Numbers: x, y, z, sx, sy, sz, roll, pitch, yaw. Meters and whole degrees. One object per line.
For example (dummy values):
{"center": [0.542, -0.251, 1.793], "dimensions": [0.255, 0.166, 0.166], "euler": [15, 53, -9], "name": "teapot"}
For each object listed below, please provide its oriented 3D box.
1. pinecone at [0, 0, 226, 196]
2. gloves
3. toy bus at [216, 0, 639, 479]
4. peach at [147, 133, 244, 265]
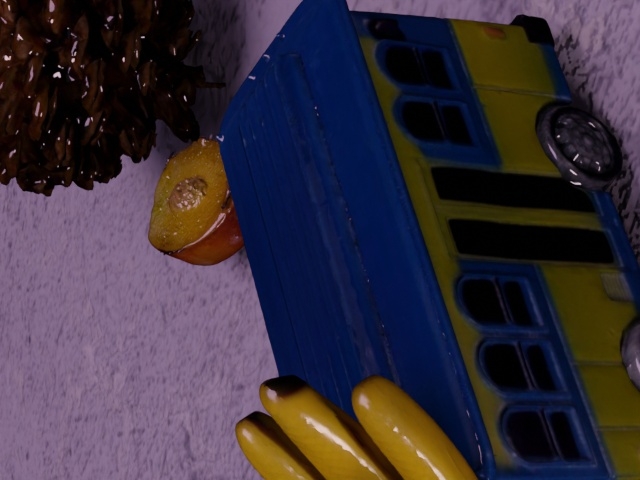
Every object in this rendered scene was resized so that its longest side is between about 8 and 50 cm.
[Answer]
{"center": [-0.180, -0.137, 1.226], "dimensions": [0.221, 0.221, 0.221], "euler": [-11, 77, 57], "name": "pinecone"}
{"center": [0.049, 0.187, 0.693], "dimensions": [0.133, 0.116, 0.294], "euler": [-32, 88, 40], "name": "gloves"}
{"center": [0.067, 0.023, 0.838], "dimensions": [0.138, 0.175, 0.288], "euler": [-50, 47, 45], "name": "toy bus"}
{"center": [-0.075, -0.024, 1.175], "dimensions": [0.098, 0.061, 0.098], "euler": [-25, 49, 34], "name": "peach"}
